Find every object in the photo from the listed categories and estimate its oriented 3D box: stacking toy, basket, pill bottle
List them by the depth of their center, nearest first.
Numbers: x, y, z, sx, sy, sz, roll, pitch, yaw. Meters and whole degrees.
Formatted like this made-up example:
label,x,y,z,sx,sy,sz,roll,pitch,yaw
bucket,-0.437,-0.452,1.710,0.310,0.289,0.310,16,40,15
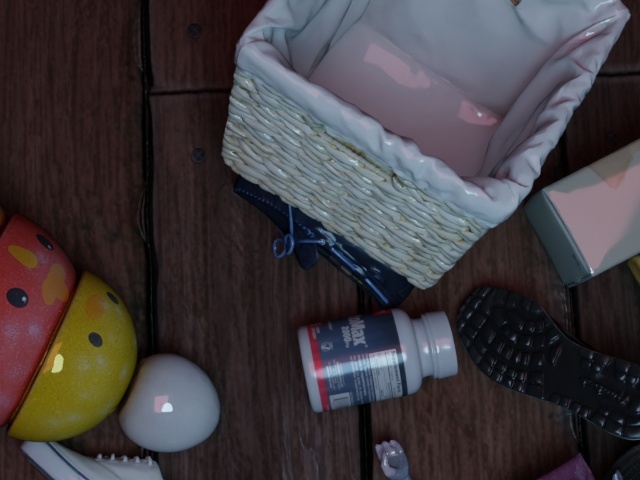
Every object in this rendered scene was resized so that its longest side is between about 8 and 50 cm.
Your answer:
label,x,y,z,sx,sy,sz,roll,pitch,yaw
basket,0.103,-0.170,1.216,0.328,0.266,0.331,33,62,4
stacking toy,-0.335,0.114,1.255,0.480,0.350,0.350,24,83,-15
pill bottle,0.068,0.139,1.302,0.180,0.108,0.108,-11,83,-2

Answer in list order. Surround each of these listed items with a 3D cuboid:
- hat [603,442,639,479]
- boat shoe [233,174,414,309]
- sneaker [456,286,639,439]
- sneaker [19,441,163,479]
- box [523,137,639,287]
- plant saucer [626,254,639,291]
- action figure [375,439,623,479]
label,x,y,z,sx,sy,sz,roll,pitch,yaw
hat,0.500,0.301,1.245,0.331,0.331,0.134,31,44,4
boat shoe,0.000,0.000,1.323,0.258,0.109,0.089,29,87,6
sneaker,0.292,0.159,1.309,0.283,0.124,0.107,33,90,29
sneaker,-0.239,0.299,1.304,0.258,0.094,0.091,35,66,0
box,0.418,-0.069,1.308,0.311,0.148,0.121,-27,83,-4
plant saucer,0.548,0.117,1.227,0.333,0.333,0.081,-1,114,1
action figure,0.191,0.385,1.256,0.370,0.275,0.248,-18,39,20
